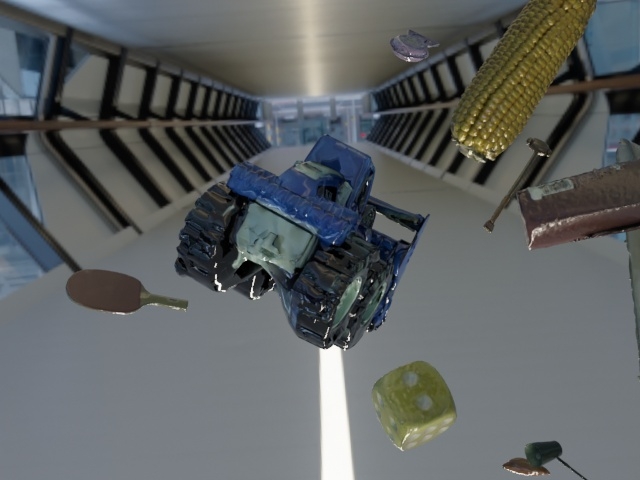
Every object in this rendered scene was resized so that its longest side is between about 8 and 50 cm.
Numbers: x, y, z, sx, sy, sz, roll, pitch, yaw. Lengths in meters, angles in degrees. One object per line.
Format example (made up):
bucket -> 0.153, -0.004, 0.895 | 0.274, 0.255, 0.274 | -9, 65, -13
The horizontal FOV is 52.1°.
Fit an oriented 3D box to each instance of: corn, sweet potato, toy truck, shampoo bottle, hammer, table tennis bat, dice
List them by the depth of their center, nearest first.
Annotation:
toy truck -> 0.000, 0.000, 0.469 | 0.113, 0.126, 0.208 | 27, 178, 15
shampoo bottle -> 0.311, -0.047, 0.626 | 0.237, 0.067, 0.068 | -13, -131, 12
hammer -> 0.192, -0.055, 0.643 | 0.029, 0.123, 0.014 | 35, 157, 6
corn -> 0.386, -0.331, 1.278 | 0.144, 0.387, 0.144 | 30, -175, -3
sweet potato -> 0.422, 0.465, 1.344 | 0.095, 0.034, 0.034 | 3, -169, 20
table tennis bat -> -0.399, 0.115, 1.360 | 0.247, 0.022, 0.138 | 13, -151, -16
dice -> 0.243, 0.432, 1.717 | 0.169, 0.166, 0.169 | -20, -123, -14

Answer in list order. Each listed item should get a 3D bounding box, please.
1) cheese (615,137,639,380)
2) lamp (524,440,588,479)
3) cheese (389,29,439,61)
cheese -> 0.352, 0.088, 0.675 | 0.085, 0.399, 0.034 | 15, 159, -43
lamp -> 0.318, 0.297, 0.824 | 0.054, 0.041, 0.121 | -6, -148, -25
cheese -> 0.234, -0.496, 1.665 | 0.105, 0.042, 0.191 | 29, -143, 9
